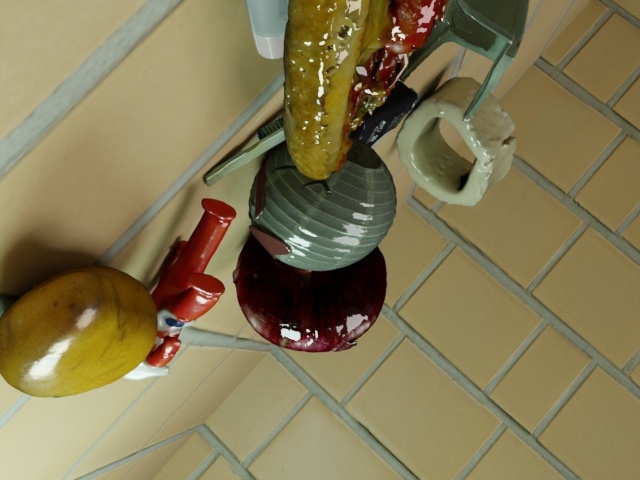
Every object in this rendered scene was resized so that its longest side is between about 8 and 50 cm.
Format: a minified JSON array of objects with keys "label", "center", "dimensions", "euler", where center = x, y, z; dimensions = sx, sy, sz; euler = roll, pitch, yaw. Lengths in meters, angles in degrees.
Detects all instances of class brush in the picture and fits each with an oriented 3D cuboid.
[{"label":"brush","center":[-0.095,-0.137,0.831],"dimensions":[0.178,0.030,0.033],"euler":[-35,174,-15]}]

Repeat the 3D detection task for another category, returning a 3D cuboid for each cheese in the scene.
[{"label":"cheese","center":[0.372,-0.263,1.564],"dimensions":[0.153,0.292,0.332],"euler":[-43,163,-24]}]

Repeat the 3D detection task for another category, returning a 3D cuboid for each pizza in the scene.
[{"label":"pizza","center":[0.088,-0.281,0.621],"dimensions":[0.406,0.130,0.440],"euler":[-58,174,-21]}]

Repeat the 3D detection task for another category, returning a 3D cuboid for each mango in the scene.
[{"label":"mango","center":[-0.283,0.101,0.674],"dimensions":[0.177,0.120,0.295],"euler":[-37,165,-17]}]

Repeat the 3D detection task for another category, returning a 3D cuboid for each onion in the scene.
[{"label":"onion","center":[-0.015,0.069,1.134],"dimensions":[0.314,0.314,0.232],"euler":[-44,163,-24]}]

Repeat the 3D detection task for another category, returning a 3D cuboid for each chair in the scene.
[{"label":"chair","center":[0.235,-0.364,0.920],"dimensions":[0.275,0.190,0.203],"euler":[121,-9,-65]}]

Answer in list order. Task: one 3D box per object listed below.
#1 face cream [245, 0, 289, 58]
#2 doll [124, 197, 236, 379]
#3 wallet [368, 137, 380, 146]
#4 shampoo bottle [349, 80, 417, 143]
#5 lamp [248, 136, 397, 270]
[{"label":"face cream","center":[-0.039,-0.252,0.542],"dimensions":[0.084,0.057,0.198],"euler":[-48,172,-10]},{"label":"doll","center":[-0.228,0.104,0.869],"dimensions":[0.384,0.099,0.188],"euler":[-52,-152,42]},{"label":"wallet","center":[0.038,-0.148,1.334],"dimensions":[0.285,0.030,0.146],"euler":[-52,166,16]},{"label":"shampoo bottle","center":[0.117,-0.254,1.157],"dimensions":[0.309,0.071,0.098],"euler":[-40,164,-49]},{"label":"lamp","center":[0.000,-0.057,0.945],"dimensions":[0.233,0.233,0.265],"euler":[-54,177,28]}]
